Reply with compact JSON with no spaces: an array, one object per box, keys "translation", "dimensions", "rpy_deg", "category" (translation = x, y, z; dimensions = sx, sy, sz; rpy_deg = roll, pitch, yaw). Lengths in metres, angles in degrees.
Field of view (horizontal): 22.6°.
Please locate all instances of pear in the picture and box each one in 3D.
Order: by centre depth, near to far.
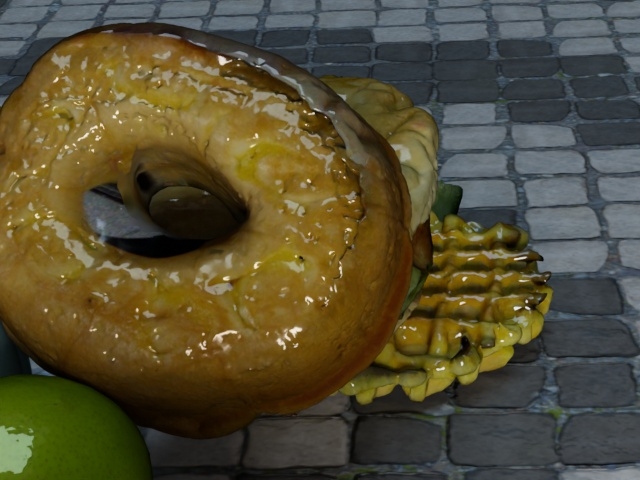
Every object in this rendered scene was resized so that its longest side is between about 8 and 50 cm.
[{"translation":[-0.213,0.189,1.051],"dimensions":[0.187,0.187,0.220],"rpy_deg":[13,43,32],"category":"pear"}]

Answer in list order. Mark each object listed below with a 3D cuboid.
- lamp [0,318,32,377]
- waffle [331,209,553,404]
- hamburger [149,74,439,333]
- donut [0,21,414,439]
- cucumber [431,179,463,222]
[{"translation":[-0.324,0.090,1.196],"dimensions":[0.209,0.147,0.284],"rpy_deg":[-2,58,-18],"category":"lamp"},{"translation":[0.050,0.056,1.432],"dimensions":[0.329,0.062,0.329],"rpy_deg":[-3,29,2],"category":"waffle"},{"translation":[0.002,-0.001,1.310],"dimensions":[0.209,0.162,0.330],"rpy_deg":[18,36,31],"category":"hamburger"},{"translation":[-0.097,-0.014,1.138],"dimensions":[0.317,0.299,0.150],"rpy_deg":[-14,-18,8],"category":"donut"},{"translation":[0.012,-0.042,1.648],"dimensions":[0.244,0.063,0.115],"rpy_deg":[7,-3,24],"category":"cucumber"}]
